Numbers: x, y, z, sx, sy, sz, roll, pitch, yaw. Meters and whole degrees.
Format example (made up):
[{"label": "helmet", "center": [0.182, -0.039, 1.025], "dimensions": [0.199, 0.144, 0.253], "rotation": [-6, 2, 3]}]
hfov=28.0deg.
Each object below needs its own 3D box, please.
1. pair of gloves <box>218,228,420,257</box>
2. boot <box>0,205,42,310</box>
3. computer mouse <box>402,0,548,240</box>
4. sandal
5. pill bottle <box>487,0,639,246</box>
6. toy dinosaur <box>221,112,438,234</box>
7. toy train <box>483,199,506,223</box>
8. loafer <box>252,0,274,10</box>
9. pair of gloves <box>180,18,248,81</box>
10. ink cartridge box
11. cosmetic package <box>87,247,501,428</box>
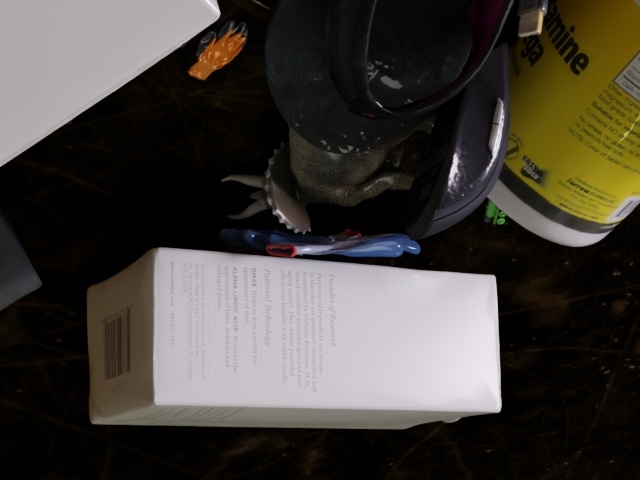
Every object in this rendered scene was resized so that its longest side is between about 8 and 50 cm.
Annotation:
[{"label": "pair of gloves", "center": [0.000, 0.000, 1.283], "dimensions": [0.159, 0.198, 0.023], "rotation": [-2, 94, -32]}, {"label": "boot", "center": [-0.484, -0.040, 1.068], "dimensions": [0.367, 0.146, 0.445], "rotation": [-17, 146, 2]}, {"label": "computer mouse", "center": [0.149, -0.123, 1.071], "dimensions": [0.060, 0.262, 0.184], "rotation": [22, 161, -10]}, {"label": "sandal", "center": [0.082, -0.193, 0.952], "dimensions": [0.168, 0.107, 0.446], "rotation": [20, 139, -18]}, {"label": "pill bottle", "center": [0.284, -0.166, 1.153], "dimensions": [0.188, 0.188, 0.334], "rotation": [13, 131, -32]}, {"label": "toy dinosaur", "center": [0.030, -0.105, 1.185], "dimensions": [0.160, 0.121, 0.313], "rotation": [-5, 143, -25]}, {"label": "toy train", "center": [0.194, -0.047, 1.394], "dimensions": [0.024, 0.017, 0.083], "rotation": [0, 139, -5]}, {"label": "loafer", "center": [-0.020, -0.213, 1.091], "dimensions": [0.148, 0.050, 0.056], "rotation": [5, 136, -25]}, {"label": "pair of gloves", "center": [-0.109, -0.177, 1.132], "dimensions": [0.083, 0.010, 0.074], "rotation": [26, 125, -39]}, {"label": "ink cartridge box", "center": [-0.220, -0.231, 0.822], "dimensions": [0.197, 0.270, 0.198], "rotation": [-31, 139, 14]}, {"label": "cosmetic package", "center": [-0.027, 0.113, 1.335], "dimensions": [0.385, 0.156, 0.217], "rotation": [4, 166, -28]}]
